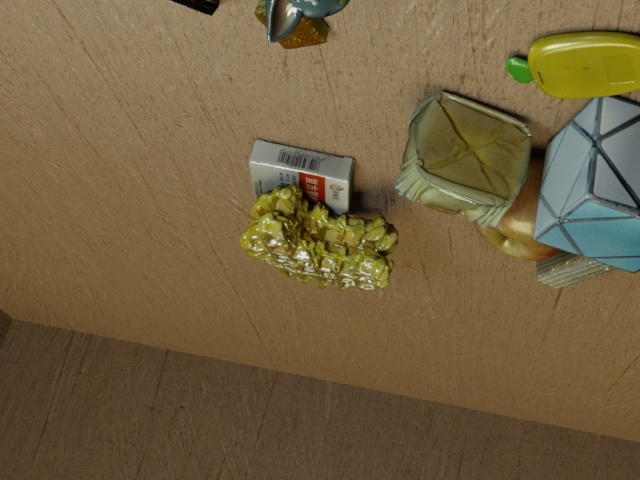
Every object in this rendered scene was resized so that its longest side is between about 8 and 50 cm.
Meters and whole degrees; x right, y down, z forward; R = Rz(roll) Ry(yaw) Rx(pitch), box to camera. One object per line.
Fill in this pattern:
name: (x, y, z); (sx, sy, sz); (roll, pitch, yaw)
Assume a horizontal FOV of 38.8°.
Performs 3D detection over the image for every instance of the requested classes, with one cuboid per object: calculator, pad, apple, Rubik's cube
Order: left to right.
pad: (-0.279, -0.401, 1.410); (0.245, 0.006, 0.170); (19, -163, -8)
apple: (0.383, -0.064, 1.713); (0.209, 0.164, 0.209); (24, 160, 9)
calculator: (0.403, -0.268, 1.400); (0.235, 0.032, 0.146); (-1, 152, 29)
Rubik's cube: (0.499, -0.092, 1.521); (0.205, 0.207, 0.205); (18, 158, -6)

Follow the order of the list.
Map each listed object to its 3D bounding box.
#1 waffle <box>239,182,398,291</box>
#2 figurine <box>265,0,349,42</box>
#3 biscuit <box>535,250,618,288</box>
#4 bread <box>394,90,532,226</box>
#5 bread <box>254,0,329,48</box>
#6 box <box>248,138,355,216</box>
waffle: (0.000, 0.000, 1.949); (0.324, 0.151, 0.261); (22, 161, -9)
figurine: (-0.010, -0.395, 1.199); (0.140, 0.193, 0.265); (7, 143, 21)
biscuit: (0.573, -0.016, 1.731); (0.078, 0.144, 0.426); (24, 155, -17)
bread: (0.246, -0.140, 1.581); (0.210, 0.192, 0.110); (17, 159, -6)
bread: (-0.046, -0.354, 1.472); (0.090, 0.035, 0.094); (-2, 152, 34)
box: (-0.036, -0.094, 2.020); (0.214, 0.069, 0.353); (12, 158, 6)
